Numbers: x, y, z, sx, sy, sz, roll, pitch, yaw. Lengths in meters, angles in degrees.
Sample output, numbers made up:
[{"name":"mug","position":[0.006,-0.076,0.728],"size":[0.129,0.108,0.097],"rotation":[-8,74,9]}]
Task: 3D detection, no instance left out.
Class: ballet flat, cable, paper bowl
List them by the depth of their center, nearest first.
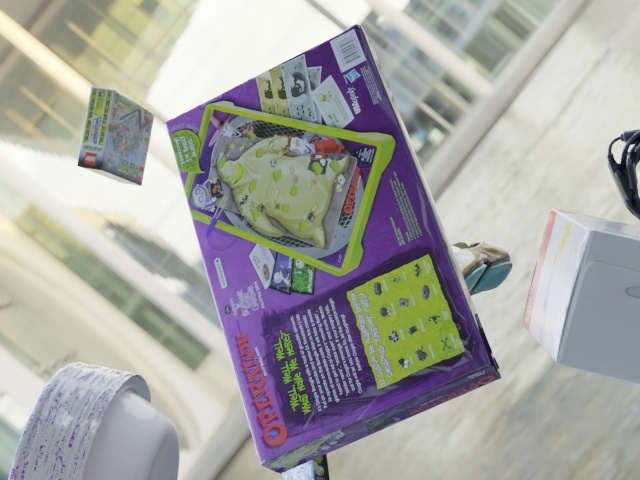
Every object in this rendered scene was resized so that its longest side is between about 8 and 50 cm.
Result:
[{"name":"paper bowl","position":[-0.265,0.298,1.580],"size":[0.284,0.148,0.284],"rotation":[10,-90,-80]},{"name":"ballet flat","position":[0.177,0.038,1.645],"size":[0.080,0.073,0.232],"rotation":[-56,-17,14]},{"name":"cable","position":[0.459,-0.082,1.682],"size":[0.150,0.184,0.047],"rotation":[-20,34,19]}]

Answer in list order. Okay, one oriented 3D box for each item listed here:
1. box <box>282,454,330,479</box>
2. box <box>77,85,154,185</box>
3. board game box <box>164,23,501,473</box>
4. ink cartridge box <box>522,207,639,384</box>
[{"name":"box","position":[-0.021,0.322,1.795],"size":[0.094,0.027,0.137],"rotation":[-46,43,49]},{"name":"box","position":[-0.290,-0.146,1.864],"size":[0.207,0.036,0.114],"rotation":[23,-104,-81]},{"name":"board game box","position":[0.000,0.000,1.116],"size":[0.208,0.347,0.056],"rotation":[-23,-28,10]},{"name":"ink cartridge box","position":[0.276,0.051,1.209],"size":[0.176,0.128,0.127],"rotation":[-95,18,-83]}]
